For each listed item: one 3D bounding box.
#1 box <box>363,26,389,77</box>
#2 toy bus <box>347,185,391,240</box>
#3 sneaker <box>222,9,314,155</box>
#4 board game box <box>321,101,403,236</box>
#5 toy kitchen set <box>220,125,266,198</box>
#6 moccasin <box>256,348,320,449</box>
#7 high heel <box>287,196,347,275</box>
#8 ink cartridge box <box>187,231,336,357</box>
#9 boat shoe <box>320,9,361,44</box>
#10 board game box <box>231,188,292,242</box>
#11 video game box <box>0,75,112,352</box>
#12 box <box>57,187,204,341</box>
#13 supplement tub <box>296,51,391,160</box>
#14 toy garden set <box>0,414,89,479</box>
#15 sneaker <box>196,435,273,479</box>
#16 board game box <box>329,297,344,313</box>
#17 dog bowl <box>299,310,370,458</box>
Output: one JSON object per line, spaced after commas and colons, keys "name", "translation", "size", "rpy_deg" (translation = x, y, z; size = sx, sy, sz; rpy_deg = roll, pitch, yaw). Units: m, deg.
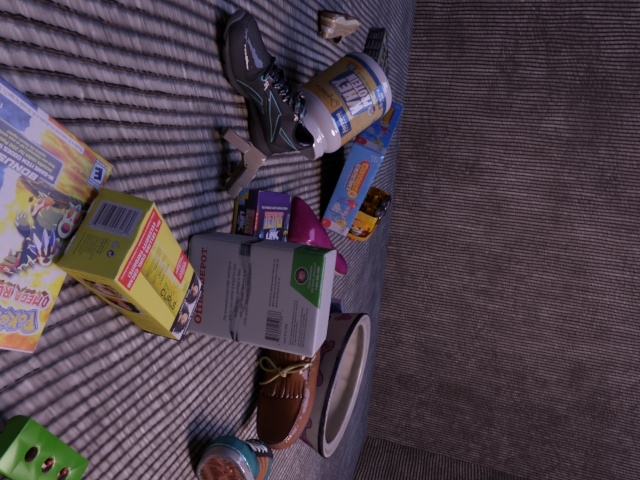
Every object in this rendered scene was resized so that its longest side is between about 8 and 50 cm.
{"name": "box", "translation": [0.190, -0.582, 1.583], "size": [0.216, 0.060, 0.270], "rpy_deg": [64, 37, -63]}
{"name": "toy bus", "translation": [0.145, -0.075, 1.586], "size": [0.220, 0.149, 0.212], "rpy_deg": [-52, 163, -56]}
{"name": "sneaker", "translation": [-0.078, -0.252, 0.735], "size": [0.267, 0.106, 0.101], "rpy_deg": [72, 32, -55]}
{"name": "board game box", "translation": [0.121, -0.218, 1.298], "size": [0.302, 0.086, 0.308], "rpy_deg": [-65, 178, -46]}
{"name": "toy kitchen set", "translation": [-0.146, -0.129, 0.712], "size": [0.083, 0.075, 0.068], "rpy_deg": [-51, -152, 6]}
{"name": "moccasin", "translation": [-0.064, 0.267, 1.002], "size": [0.147, 0.139, 0.380], "rpy_deg": [64, 40, -54]}
{"name": "high heel", "translation": [0.000, 0.000, 1.124], "size": [0.377, 0.127, 0.182], "rpy_deg": [9, 83, -78]}
{"name": "ink cartridge box", "translation": [-0.092, 0.074, 0.671], "size": [0.087, 0.208, 0.153], "rpy_deg": [-21, 120, -75]}
{"name": "boat shoe", "translation": [0.044, -0.533, 1.109], "size": [0.190, 0.068, 0.072], "rpy_deg": [-36, 146, -55]}
{"name": "board game box", "translation": [-0.110, -0.025, 0.845], "size": [0.170, 0.048, 0.141], "rpy_deg": [-13, 112, -73]}
{"name": "video game box", "translation": [-0.261, -0.026, 0.315], "size": [0.205, 0.048, 0.187], "rpy_deg": [59, 45, -67]}
{"name": "box", "translation": [-0.192, 0.041, 0.490], "size": [0.232, 0.058, 0.088], "rpy_deg": [94, 11, -63]}
{"name": "supplement tub", "translation": [0.029, -0.270, 0.893], "size": [0.199, 0.144, 0.144], "rpy_deg": [-39, 151, -11]}
{"name": "toy garden set", "translation": [-0.295, 0.308, 0.378], "size": [0.204, 0.049, 0.244], "rpy_deg": [80, 23, -44]}
{"name": "sneaker", "translation": [-0.154, 0.422, 0.839], "size": [0.302, 0.108, 0.121], "rpy_deg": [94, 13, -45]}
{"name": "board game box", "translation": [0.027, 0.207, 1.368], "size": [0.090, 0.089, 0.020], "rpy_deg": [80, 24, -47]}
{"name": "dog bowl", "translation": [0.016, 0.391, 1.277], "size": [0.408, 0.150, 0.409], "rpy_deg": [13, 90, -72]}
